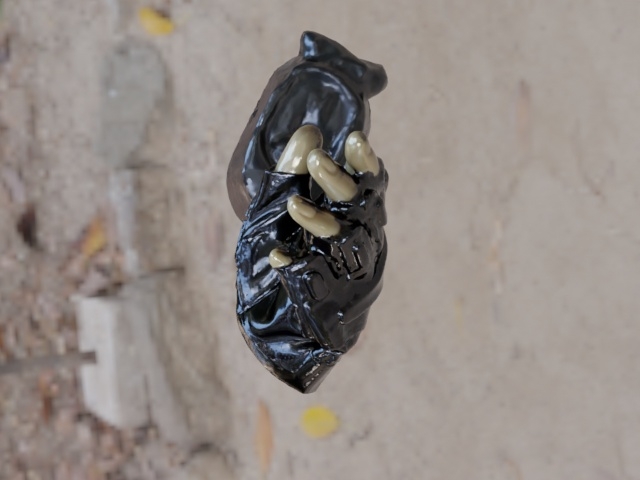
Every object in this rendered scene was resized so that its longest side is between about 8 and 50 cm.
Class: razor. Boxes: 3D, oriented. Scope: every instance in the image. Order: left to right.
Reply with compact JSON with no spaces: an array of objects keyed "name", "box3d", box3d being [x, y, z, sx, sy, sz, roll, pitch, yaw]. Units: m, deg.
[{"name":"razor","box3d":[-0.018,-0.092,1.630,0.189,0.107,0.327,-63,0,-2]}]

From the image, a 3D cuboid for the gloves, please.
[{"name":"gloves","box3d":[0.000,0.000,1.332,0.203,0.124,0.164,-53,48,37]}]
